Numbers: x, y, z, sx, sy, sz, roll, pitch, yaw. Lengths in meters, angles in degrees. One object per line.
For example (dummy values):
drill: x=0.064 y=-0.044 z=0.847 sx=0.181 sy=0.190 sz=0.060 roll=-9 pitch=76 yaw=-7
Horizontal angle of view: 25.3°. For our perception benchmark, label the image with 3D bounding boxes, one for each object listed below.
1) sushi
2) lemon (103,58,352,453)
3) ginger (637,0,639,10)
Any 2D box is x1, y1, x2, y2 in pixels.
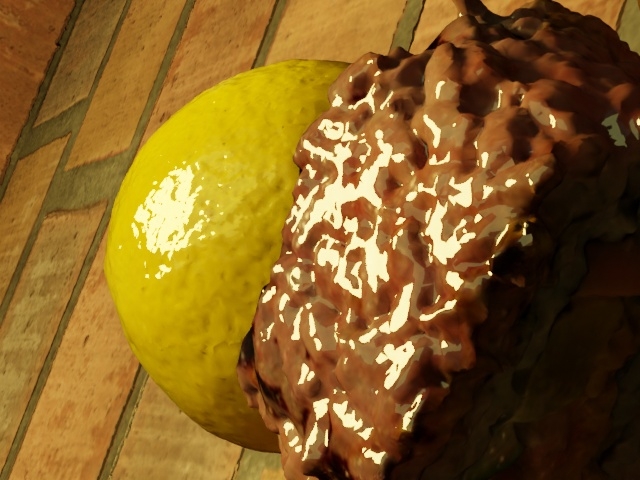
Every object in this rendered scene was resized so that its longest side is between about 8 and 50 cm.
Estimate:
sushi: x=0.088 y=0.028 z=0.682 sx=0.171 sy=0.236 sz=0.270 roll=41 pitch=114 yaw=41
lemon: x=0.000 y=0.000 z=0.893 sx=0.219 sy=0.240 sz=0.240 roll=-37 pitch=33 yaw=26
ginger: x=0.239 y=-0.112 z=0.575 sx=0.321 sy=0.165 sz=0.172 roll=-2 pitch=82 yaw=59
